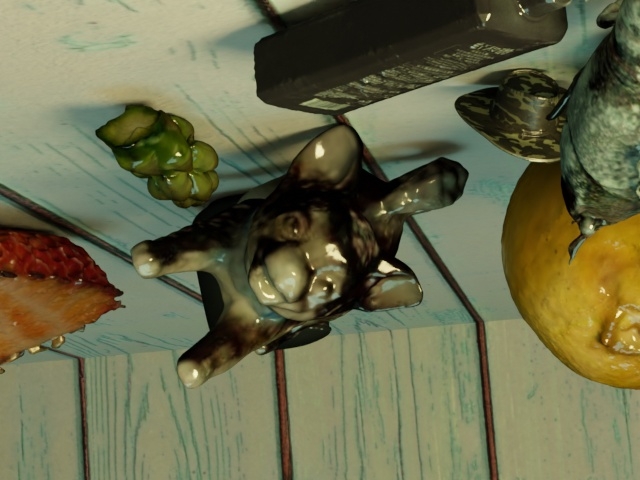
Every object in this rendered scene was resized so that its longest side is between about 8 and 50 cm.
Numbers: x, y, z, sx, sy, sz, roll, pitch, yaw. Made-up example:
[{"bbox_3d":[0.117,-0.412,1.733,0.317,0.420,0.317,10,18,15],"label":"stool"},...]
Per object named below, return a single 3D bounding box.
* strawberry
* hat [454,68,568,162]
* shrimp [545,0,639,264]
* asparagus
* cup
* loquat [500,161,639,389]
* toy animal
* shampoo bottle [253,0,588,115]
[{"bbox_3d":[-0.404,0.055,2.177,0.253,0.150,0.280,-31,158,21],"label":"strawberry"},{"bbox_3d":[0.180,-0.121,1.612,0.121,0.121,0.050,-2,132,-11],"label":"hat"},{"bbox_3d":[0.255,-0.113,1.291,0.166,0.221,0.410,-5,148,0],"label":"shrimp"},{"bbox_3d":[-0.141,-0.078,1.700,0.080,0.080,0.287,-6,165,8],"label":"asparagus"},{"bbox_3d":[-0.051,0.034,2.093,0.169,0.177,0.223,6,167,-33],"label":"cup"},{"bbox_3d":[0.301,-0.006,1.674,0.276,0.284,0.276,9,145,6],"label":"loquat"},{"bbox_3d":[0.000,0.000,1.830,0.302,0.194,0.344,-26,-177,12],"label":"toy animal"},{"bbox_3d":[0.089,-0.156,1.330,0.098,0.071,0.309,6,166,-44],"label":"shampoo bottle"}]
